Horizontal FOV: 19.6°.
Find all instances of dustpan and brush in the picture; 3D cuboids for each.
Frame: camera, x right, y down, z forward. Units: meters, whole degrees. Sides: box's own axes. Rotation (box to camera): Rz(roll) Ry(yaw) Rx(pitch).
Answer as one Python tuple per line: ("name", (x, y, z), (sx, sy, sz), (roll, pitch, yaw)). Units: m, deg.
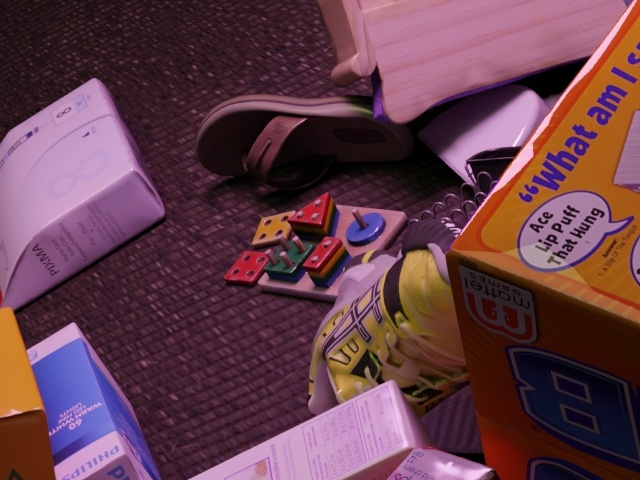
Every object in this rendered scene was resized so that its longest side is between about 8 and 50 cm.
("dustpan and brush", (0.228, -0.138, 2.036), (0.211, 0.060, 0.147), (-40, 38, -1))

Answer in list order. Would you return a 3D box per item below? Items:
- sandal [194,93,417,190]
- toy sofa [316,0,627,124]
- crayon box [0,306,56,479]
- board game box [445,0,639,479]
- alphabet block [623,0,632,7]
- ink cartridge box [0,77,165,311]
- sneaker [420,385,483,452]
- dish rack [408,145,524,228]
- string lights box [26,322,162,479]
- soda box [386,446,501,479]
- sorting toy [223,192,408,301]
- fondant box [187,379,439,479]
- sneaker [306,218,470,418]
("sandal", (-0.031, -0.108, 2.158), (0.303, 0.120, 0.086), (-3, 56, 38))
("toy sofa", (0.188, -0.253, 2.071), (0.363, 0.177, 0.150), (-18, 5, -8))
("crayon box", (-0.301, 0.207, 1.762), (0.081, 0.318, 0.202), (-11, 30, -13))
("board game box", (0.346, 0.054, 1.281), (0.356, 0.356, 0.356), (22, 59, 28))
("alphabet block", (0.435, -0.237, 1.854), (0.197, 0.193, 0.192), (-33, 33, -1))
("ink cartridge box", (-0.405, -0.028, 2.388), (0.385, 0.091, 0.308), (-31, 32, 0))
("sneaker", (0.207, 0.107, 1.632), (0.366, 0.135, 0.150), (4, 51, 43))
("dish rack", (0.186, -0.016, 1.817), (0.208, 0.074, 0.271), (-3, 22, 40))
("string lights box", (-0.222, 0.207, 1.866), (0.077, 0.133, 0.259), (-31, 31, -2))
("soda box", (0.126, 0.273, 1.352), (0.092, 0.263, 0.083), (-45, 33, -21))
("sorting toy", (0.000, 0.000, 2.041), (0.275, 0.046, 0.132), (7, 49, 46))
("fondant box", (-0.028, 0.285, 1.492), (0.330, 0.238, 0.096), (-28, 33, 7))
("sneaker", (0.090, 0.083, 1.504), (0.147, 0.145, 0.385), (-65, 7, -15))
